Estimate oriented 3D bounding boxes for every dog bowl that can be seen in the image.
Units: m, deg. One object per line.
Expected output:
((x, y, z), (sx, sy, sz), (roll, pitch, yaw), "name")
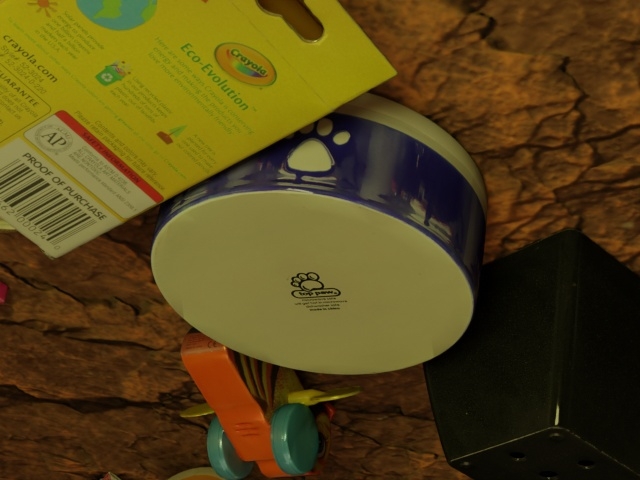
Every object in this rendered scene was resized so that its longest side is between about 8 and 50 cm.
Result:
((0.000, 0.000, 0.974), (0.265, 0.104, 0.265), (7, 145, 5), "dog bowl")

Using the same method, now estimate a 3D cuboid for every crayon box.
((-0.131, -0.125, 0.824), (0.318, 0.081, 0.202), (-24, 132, 25), "crayon box")

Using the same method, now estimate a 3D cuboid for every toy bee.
((-0.051, 0.190, 1.243), (0.195, 0.162, 0.298), (10, 121, 16), "toy bee")

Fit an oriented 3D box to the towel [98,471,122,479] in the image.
((-0.278, 0.372, 1.640), (0.144, 0.029, 0.197), (28, 142, -27), "towel")

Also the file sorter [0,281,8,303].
((-0.482, 0.075, 1.115), (0.202, 0.182, 0.291), (-13, 145, 30), "file sorter")

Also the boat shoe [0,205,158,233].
((-0.226, -0.056, 1.002), (0.190, 0.068, 0.072), (-8, 130, 9), "boat shoe")

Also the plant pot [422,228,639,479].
((0.204, 0.130, 1.049), (0.187, 0.167, 0.188), (33, 138, -29), "plant pot")

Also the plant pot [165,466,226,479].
((-0.136, 0.393, 1.501), (0.205, 0.205, 0.188), (-2, 128, 18), "plant pot")
